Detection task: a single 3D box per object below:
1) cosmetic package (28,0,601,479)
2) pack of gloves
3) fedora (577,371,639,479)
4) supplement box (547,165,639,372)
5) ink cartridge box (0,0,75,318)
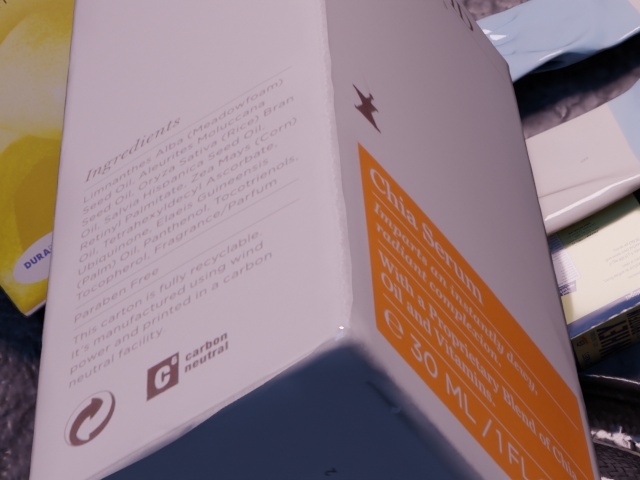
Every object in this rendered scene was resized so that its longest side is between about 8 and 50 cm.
[{"bbox_3d":[0.000,0.000,0.972,0.161,0.230,0.453,-30,35,19],"label":"cosmetic package"},{"bbox_3d":[0.178,-0.115,1.163,0.232,0.046,0.195,-26,43,3],"label":"pack of gloves"},{"bbox_3d":[0.125,0.194,1.021,0.334,0.152,0.334,-5,66,12],"label":"fedora"},{"bbox_3d":[0.158,0.019,1.139,0.083,0.056,0.083,-27,64,2],"label":"supplement box"},{"bbox_3d":[-0.148,-0.163,1.189,0.303,0.307,0.072,-36,20,-1],"label":"ink cartridge box"}]
